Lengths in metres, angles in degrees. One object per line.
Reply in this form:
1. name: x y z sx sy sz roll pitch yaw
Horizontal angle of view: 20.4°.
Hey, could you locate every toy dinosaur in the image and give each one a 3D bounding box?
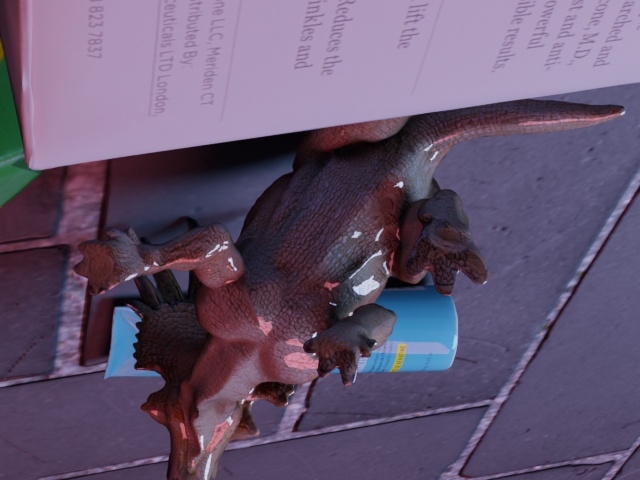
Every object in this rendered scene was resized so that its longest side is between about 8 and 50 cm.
1. toy dinosaur: 0.000 0.000 0.874 0.295 0.127 0.200 -40 178 -1

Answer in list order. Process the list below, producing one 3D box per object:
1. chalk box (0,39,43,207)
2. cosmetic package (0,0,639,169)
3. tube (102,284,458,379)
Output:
1. chalk box: -0.247 -0.023 0.497 0.180 0.179 0.289 -35 179 33
2. cosmetic package: 0.086 -0.168 0.499 0.385 0.217 0.156 -11 153 -13
3. tube: -0.024 0.055 1.058 0.207 0.052 0.080 -2 141 -14
